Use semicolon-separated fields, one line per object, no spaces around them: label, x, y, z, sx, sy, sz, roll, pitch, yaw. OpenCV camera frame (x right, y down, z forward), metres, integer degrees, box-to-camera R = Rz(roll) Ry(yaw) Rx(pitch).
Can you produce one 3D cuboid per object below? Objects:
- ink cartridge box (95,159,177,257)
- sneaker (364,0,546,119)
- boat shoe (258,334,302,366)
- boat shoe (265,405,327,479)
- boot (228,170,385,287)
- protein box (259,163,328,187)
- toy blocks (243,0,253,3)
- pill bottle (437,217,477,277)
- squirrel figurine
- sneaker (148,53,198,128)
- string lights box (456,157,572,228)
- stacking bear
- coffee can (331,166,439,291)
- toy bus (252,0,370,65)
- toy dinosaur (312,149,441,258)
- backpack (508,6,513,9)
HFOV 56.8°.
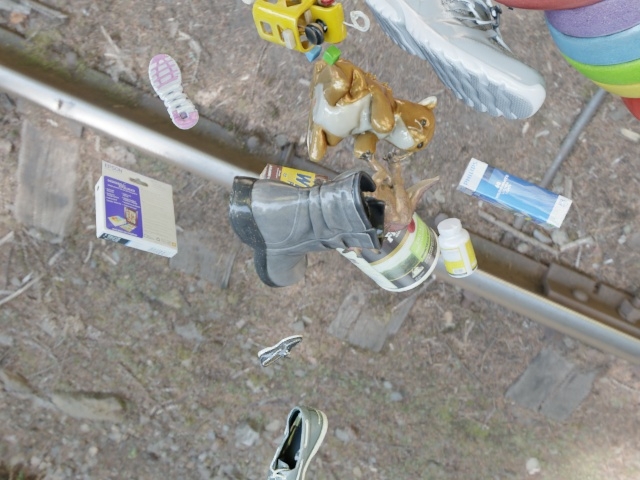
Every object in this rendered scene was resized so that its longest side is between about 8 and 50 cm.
ink cartridge box;-0.455;-0.076;1.471;0.045;0.208;0.206;-32;145;32
sneaker;0.159;-0.245;0.664;0.115;0.281;0.105;-43;146;10
boat shoe;-0.095;0.268;1.440;0.125;0.038;0.046;-27;151;12
boat shoe;-0.090;0.559;1.462;0.116;0.319;0.099;12;160;41
boot;0.000;0.000;0.978;0.223;0.118;0.338;0;161;11
protein box;-0.099;-0.141;1.901;0.200;0.201;0.136;11;82;-12
toy blocks;-0.131;-0.776;1.368;0.288;0.260;0.309;47;159;-9
pill bottle;0.446;0.023;1.948;0.103;0.103;0.184;-14;118;17
squirrel figurine;0.159;-0.407;1.797;0.370;0.397;0.281;6;127;-14
sneaker;-0.458;-0.456;1.842;0.095;0.104;0.236;-24;100;-8
string lights box;0.483;-0.117;1.500;0.260;0.133;0.077;25;93;9
stacking bear;0.310;-0.208;0.564;0.289;0.164;0.175;30;109;-39
coffee can;0.140;-0.021;1.439;0.201;0.201;0.275;-28;138;22
toy bus;-0.036;-0.419;1.150;0.191;0.104;0.202;46;158;-10
toy dinosaur;0.115;-0.058;1.144;0.127;0.296;0.200;-41;61;51
backpack;0.519;-0.678;1.450;0.115;0.152;0.182;50;160;13
